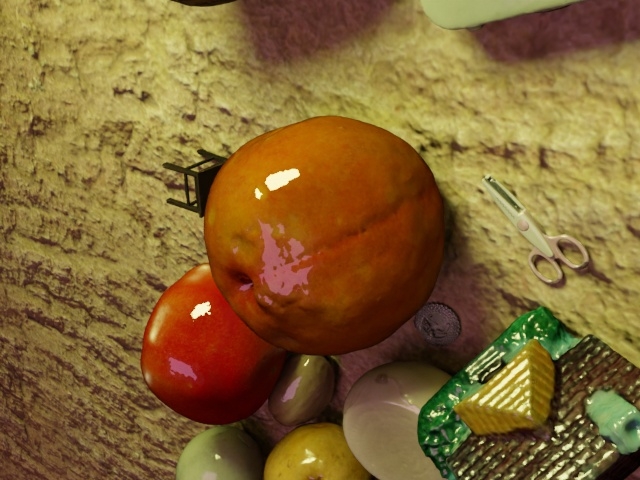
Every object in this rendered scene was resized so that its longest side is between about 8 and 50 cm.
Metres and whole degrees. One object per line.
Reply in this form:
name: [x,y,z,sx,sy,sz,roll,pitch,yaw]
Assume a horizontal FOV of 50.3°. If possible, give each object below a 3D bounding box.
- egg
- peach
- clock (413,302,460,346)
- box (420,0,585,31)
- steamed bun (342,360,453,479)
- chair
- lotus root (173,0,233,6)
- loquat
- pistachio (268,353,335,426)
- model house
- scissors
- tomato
egg: [-0.224,0.511,1.503,0.186,0.187,0.253,44,129,10]
peach: [0.000,0.000,0.959,0.343,0.302,0.342,18,122,30]
clock: [0.187,0.134,1.087,0.074,0.010,0.083,51,133,5]
box: [0.242,-0.423,0.679,0.367,0.090,0.372,0,115,40]
steamed bun: [0.156,0.288,1.102,0.232,0.145,0.231,16,126,22]
chair: [-0.161,-0.090,1.178,0.213,0.101,0.084,19,125,31]
lotus root: [-0.087,-0.436,0.839,0.346,0.250,0.250,-10,107,38]
loquat: [-0.003,0.446,1.278,0.208,0.208,0.208,19,124,30]
pistachio: [-0.037,0.275,1.283,0.126,0.108,0.185,21,121,0]
model house: [0.273,0.246,0.845,0.280,0.249,0.230,-45,81,4]
scissors: [0.280,-0.020,0.918,0.176,0.022,0.085,49,137,1]
tomato: [-0.178,0.192,1.220,0.226,0.299,0.298,24,127,22]
